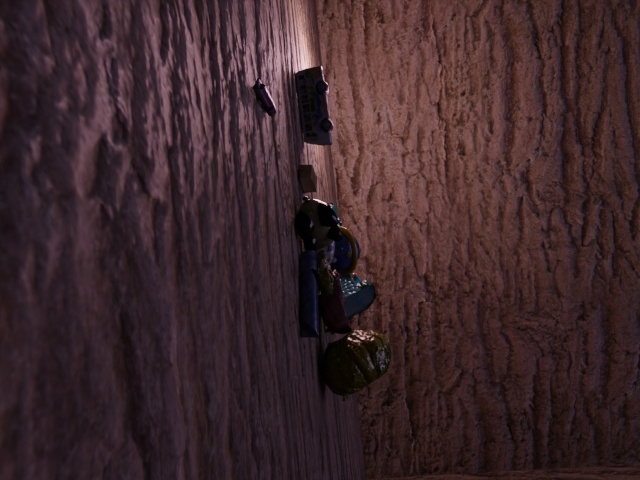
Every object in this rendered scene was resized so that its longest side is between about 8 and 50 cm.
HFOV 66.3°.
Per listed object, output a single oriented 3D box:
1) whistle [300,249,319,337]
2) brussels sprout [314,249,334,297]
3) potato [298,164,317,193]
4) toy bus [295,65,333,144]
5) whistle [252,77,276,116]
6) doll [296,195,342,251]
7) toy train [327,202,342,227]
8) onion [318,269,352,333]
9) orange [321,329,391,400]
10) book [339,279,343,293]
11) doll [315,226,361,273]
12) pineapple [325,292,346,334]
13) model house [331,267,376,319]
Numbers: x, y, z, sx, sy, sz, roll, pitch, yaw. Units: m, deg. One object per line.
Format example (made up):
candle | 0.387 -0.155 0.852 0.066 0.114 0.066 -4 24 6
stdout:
whistle | -0.038 0.174 1.603 0.062 0.062 0.305 75 11 -56
brussels sprout | -0.007 0.126 1.787 0.139 0.100 0.181 -106 -175 -62
potato | -0.050 -0.238 1.899 0.122 0.061 0.086 70 18 -64
toy bus | -0.022 -0.573 2.121 0.109 0.135 0.330 -71 153 -81
whistle | -0.144 -0.369 1.274 0.176 0.033 0.033 48 37 -79
doll | -0.008 -0.048 1.728 0.234 0.143 0.135 69 1 -51
toy train | 0.045 -0.099 2.458 0.198 0.107 0.155 -82 157 -66
onion | 0.047 0.250 2.026 0.227 0.120 0.284 76 4 -56
orange | 0.139 0.468 1.933 0.223 0.301 0.300 57 8 8
book | 0.053 0.192 2.258 0.012 0.118 0.172 -46 145 -25
doll | 0.037 0.008 1.958 0.159 0.242 0.311 7 -71 66
pineapple | 0.063 0.331 2.213 0.108 0.108 0.198 76 16 -53
model house | 0.123 0.239 2.483 0.241 0.225 0.261 53 -13 31
